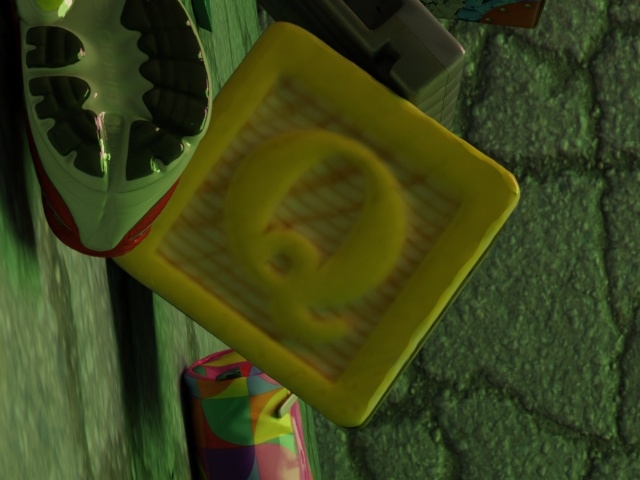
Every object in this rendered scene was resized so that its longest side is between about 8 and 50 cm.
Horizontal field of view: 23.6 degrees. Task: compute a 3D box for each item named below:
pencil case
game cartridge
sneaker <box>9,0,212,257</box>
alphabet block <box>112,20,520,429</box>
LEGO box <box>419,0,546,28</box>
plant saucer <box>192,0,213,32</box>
[{"bbox_3d":[-0.049,0.199,1.238,0.104,0.104,0.236,-90,173,-80],"label":"pencil case"},{"bbox_3d":[-0.035,-0.216,1.064,0.355,0.068,0.230,48,0,7],"label":"game cartridge"},{"bbox_3d":[-0.116,-0.117,0.762,0.118,0.107,0.279,114,-23,-55],"label":"sneaker"},{"bbox_3d":[0.000,0.000,1.017,0.192,0.193,0.197,-56,174,-6],"label":"alphabet block"},{"bbox_3d":[0.061,-0.491,1.511,0.193,0.372,0.500,91,6,-70],"label":"LEGO box"},{"bbox_3d":[-0.145,-0.341,1.796,0.067,0.018,0.192,80,4,-68],"label":"plant saucer"}]
